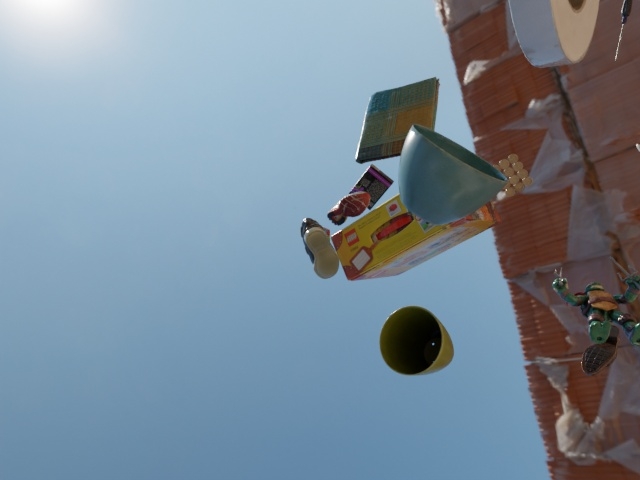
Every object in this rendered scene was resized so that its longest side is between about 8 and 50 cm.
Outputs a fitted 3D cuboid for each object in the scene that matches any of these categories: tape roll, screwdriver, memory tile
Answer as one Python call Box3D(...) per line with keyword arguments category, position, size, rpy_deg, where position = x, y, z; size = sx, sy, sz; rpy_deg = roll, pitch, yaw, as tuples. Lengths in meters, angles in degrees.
Box3D(category="tape roll", position=(0.439, -0.524, 0.877), size=(0.392, 0.072, 0.391), rpy_deg=(-8, -79, -49))
Box3D(category="screwdriver", position=(0.806, -0.564, 1.278), size=(0.025, 0.024, 0.169), rpy_deg=(-79, -3, -77))
Box3D(category="memory tile", position=(0.737, -0.251, 1.848), size=(0.148, 0.113, 0.012), rpy_deg=(52, -163, -13))

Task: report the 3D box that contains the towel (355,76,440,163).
Box3D(category="towel", position=(0.275, -0.422, 1.680), size=(0.040, 0.272, 0.370), rpy_deg=(56, -142, -43))

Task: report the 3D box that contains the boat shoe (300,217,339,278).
Box3D(category="boat shoe", position=(-0.001, 0.025, 1.391), size=(0.227, 0.081, 0.068), rpy_deg=(72, 173, -48))

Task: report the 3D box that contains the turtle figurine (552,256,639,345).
Box3D(category="turtle figurine", position=(0.620, 0.133, 1.050), size=(0.234, 0.175, 0.118), rpy_deg=(-70, -41, -59))

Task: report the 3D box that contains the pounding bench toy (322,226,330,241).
Box3D(category="pounding bench toy", position=(0.000, 0.000, 1.697), size=(0.052, 0.065, 0.083), rpy_deg=(21, -114, -58))

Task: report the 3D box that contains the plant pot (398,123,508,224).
Box3D(category="plant pot", position=(0.325, -0.158, 1.301), size=(0.290, 0.195, 0.290), rpy_deg=(25, -155, -12))

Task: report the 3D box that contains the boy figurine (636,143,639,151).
Box3D(category="boy figurine", position=(0.616, -0.163, 0.783), size=(0.092, 0.177, 0.285), rpy_deg=(24, -112, -29))

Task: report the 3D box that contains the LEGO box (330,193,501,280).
Box3D(category="LEGO box", position=(0.354, -0.042, 1.774), size=(0.372, 0.500, 0.193), rpy_deg=(1, -117, -52))

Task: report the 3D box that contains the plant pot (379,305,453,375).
Box3D(category="plant pot", position=(0.435, 0.437, 1.982), size=(0.293, 0.275, 0.274), rpy_deg=(30, -127, -48))

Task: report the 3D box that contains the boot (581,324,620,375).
Box3D(category="boot", position=(0.882, 0.370, 1.489), size=(0.219, 0.082, 0.106), rpy_deg=(-37, -62, -31))

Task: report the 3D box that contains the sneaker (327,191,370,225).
Box3D(category="sneaker", position=(0.109, -0.136, 1.769), size=(0.088, 0.225, 0.092), rpy_deg=(46, -123, -13))

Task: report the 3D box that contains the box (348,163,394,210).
Box3D(category="box", position=(0.205, -0.216, 1.944), size=(0.116, 0.162, 0.029), rpy_deg=(39, -147, 0))
